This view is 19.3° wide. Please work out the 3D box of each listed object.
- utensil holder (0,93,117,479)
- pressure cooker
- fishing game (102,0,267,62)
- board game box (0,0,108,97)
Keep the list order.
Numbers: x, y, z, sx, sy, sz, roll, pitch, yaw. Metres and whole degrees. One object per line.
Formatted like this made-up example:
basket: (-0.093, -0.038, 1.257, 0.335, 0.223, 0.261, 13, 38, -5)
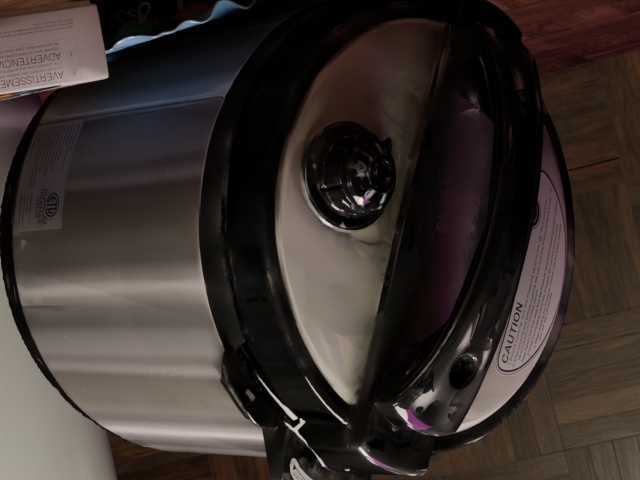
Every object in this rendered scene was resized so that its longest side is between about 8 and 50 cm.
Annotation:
utensil holder: (-0.374, 0.082, 1.717, 0.327, 0.385, 0.327, -14, 178, 0)
pressure cooker: (-0.005, 0.000, 1.484, 0.420, 0.370, 0.375, -5, -161, 47)
fishing game: (-0.122, -0.165, 1.401, 0.264, 0.041, 0.189, -19, -173, -9)
board game box: (-0.292, -0.101, 1.218, 0.193, 0.053, 0.305, -13, -175, -32)
